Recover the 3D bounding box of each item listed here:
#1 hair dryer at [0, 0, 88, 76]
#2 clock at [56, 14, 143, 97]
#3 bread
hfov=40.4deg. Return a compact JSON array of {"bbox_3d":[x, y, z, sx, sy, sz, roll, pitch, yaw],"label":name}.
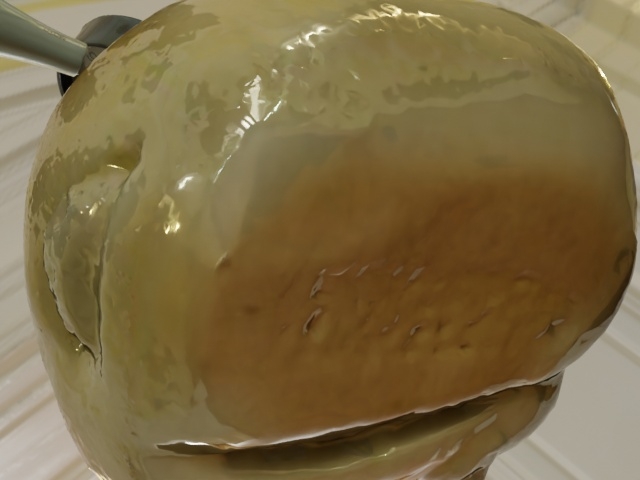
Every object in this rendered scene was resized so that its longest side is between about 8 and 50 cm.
[{"bbox_3d":[-0.280,-0.209,0.765,0.167,0.199,0.067,27,-63,-18],"label":"hair dryer"},{"bbox_3d":[-0.290,-0.214,1.523,0.076,0.386,0.386,-56,-22,-29],"label":"clock"},{"bbox_3d":[0.000,0.000,0.593,0.376,0.253,0.347,-8,-56,-30],"label":"bread"}]
